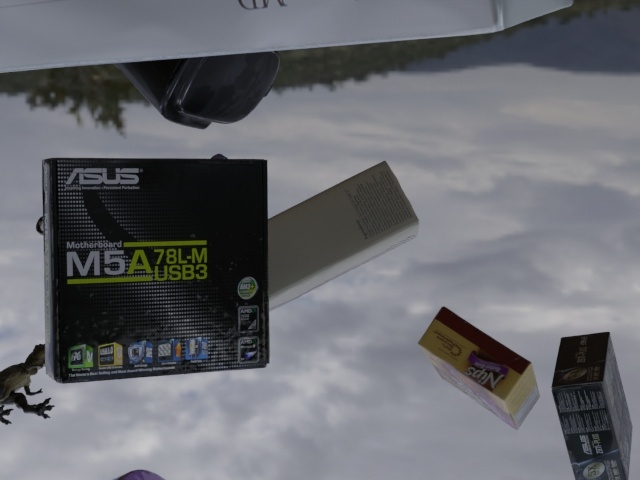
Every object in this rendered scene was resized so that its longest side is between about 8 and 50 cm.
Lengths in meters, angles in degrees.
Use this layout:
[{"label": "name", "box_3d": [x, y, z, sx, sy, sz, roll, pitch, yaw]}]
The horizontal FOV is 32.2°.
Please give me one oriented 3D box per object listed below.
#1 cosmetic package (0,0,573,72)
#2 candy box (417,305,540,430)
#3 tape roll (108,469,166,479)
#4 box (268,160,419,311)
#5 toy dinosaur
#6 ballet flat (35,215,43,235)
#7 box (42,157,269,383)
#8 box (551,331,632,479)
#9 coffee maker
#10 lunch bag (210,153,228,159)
[{"label": "cosmetic package", "box_3d": [-0.090, -0.224, 0.494, 0.377, 0.284, 0.097, 2, -164, 32]}, {"label": "candy box", "box_3d": [0.174, 0.140, 1.190, 0.109, 0.053, 0.187, 33, 171, 21]}, {"label": "tape roll", "box_3d": [-0.159, 0.354, 1.009, 0.090, 0.275, 0.275, -23, -172, 9]}, {"label": "box", "box_3d": [0.000, 0.000, 1.613, 0.275, 0.113, 0.094, -26, 167, -3]}, {"label": "toy dinosaur", "box_3d": [-0.479, 0.234, 1.664, 0.118, 0.064, 0.268, 25, -147, 32]}, {"label": "ballet flat", "box_3d": [-0.388, -0.036, 1.687, 0.114, 0.041, 0.041, -26, -179, 21]}, {"label": "box", "box_3d": [-0.137, 0.021, 0.940, 0.190, 0.184, 0.045, -1, -176, -25]}, {"label": "box", "box_3d": [0.409, 0.252, 1.660, 0.077, 0.180, 0.147, -10, -157, 22]}, {"label": "coffee maker", "box_3d": [-0.149, -0.184, 0.973, 0.171, 0.120, 0.178, -19, -130, -39]}, {"label": "lunch bag", "box_3d": [-0.116, -0.020, 1.323, 0.096, 0.151, 0.129, -11, -165, 6]}]
